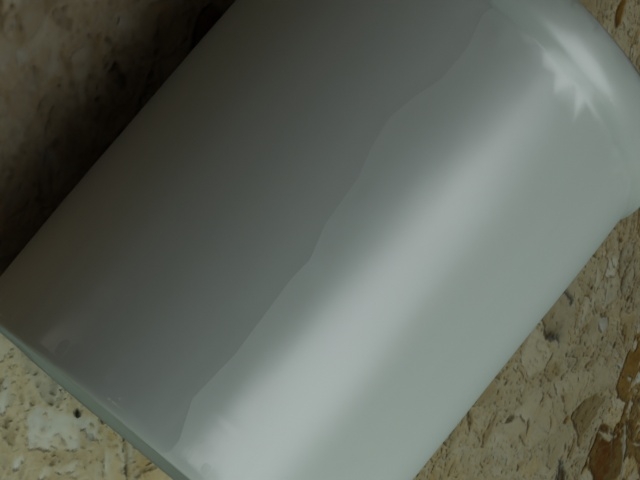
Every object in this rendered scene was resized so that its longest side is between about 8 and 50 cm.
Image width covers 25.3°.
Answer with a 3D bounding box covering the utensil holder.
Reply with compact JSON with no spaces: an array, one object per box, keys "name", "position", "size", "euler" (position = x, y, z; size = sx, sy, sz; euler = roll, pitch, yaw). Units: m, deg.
[{"name":"utensil holder","position":[0.000,0.000,1.011],"size":[0.385,0.327,0.327],"euler":[-51,137,-12]}]
